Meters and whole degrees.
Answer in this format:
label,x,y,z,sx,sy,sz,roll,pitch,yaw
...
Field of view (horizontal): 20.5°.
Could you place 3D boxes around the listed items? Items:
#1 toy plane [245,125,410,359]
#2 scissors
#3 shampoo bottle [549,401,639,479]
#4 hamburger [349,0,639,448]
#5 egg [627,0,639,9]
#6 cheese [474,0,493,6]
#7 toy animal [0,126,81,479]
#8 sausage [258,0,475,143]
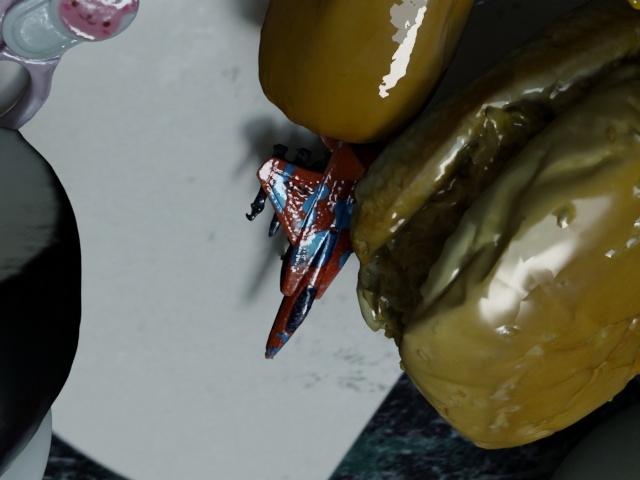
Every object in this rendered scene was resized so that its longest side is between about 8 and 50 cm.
label,x,y,z,sx,sy,sz,roll,pitch,yaw
toy plane,-0.001,-0.002,1.145,0.130,0.061,0.189,9,128,-30
scissors,-0.132,-0.139,0.991,0.242,0.030,0.118,-26,134,6
shampoo bottle,0.320,0.283,1.362,0.322,0.317,0.322,-5,127,-6
hamburger,0.159,-0.013,1.082,0.319,0.158,0.318,-31,153,-18
egg,0.266,-0.227,0.918,0.286,0.174,0.264,0,93,-33
cheese,0.179,-0.195,1.060,0.255,0.050,0.127,-22,134,-4
toy animal,-0.270,0.097,1.005,0.251,0.251,0.310,0,127,-23
sausage,0.058,-0.205,0.962,0.112,0.112,0.328,6,123,-27
